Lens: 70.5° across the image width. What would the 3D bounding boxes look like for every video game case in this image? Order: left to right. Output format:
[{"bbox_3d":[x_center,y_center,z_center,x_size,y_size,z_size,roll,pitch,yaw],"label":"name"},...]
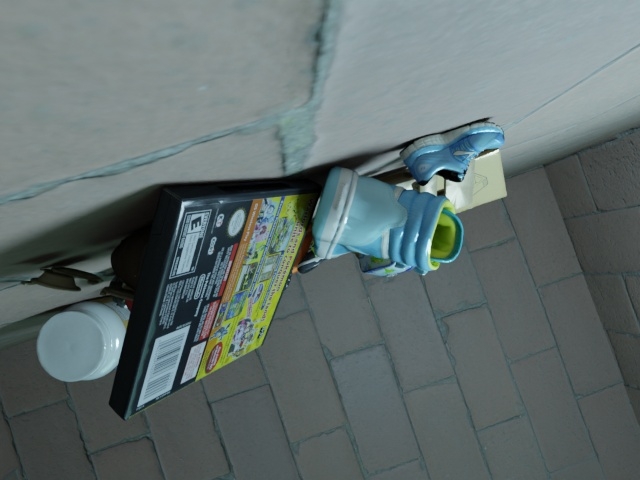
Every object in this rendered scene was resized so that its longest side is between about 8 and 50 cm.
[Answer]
[{"bbox_3d":[-0.118,0.057,0.558,0.248,0.035,0.274,-15,132,-57],"label":"video game case"}]

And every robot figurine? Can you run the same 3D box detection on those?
[{"bbox_3d":[-0.079,0.030,1.308,0.128,0.158,0.219,-2,-174,27],"label":"robot figurine"}]

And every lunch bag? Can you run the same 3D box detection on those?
[{"bbox_3d":[0.186,-0.015,1.224,0.090,0.218,0.176,13,159,-29],"label":"lunch bag"}]

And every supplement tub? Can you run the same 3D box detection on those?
[{"bbox_3d":[-0.673,0.291,1.382,0.228,0.228,0.316,-19,178,2],"label":"supplement tub"}]

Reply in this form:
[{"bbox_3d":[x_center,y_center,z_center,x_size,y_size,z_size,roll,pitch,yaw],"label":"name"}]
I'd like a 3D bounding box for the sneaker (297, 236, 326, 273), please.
[{"bbox_3d":[0.000,0.000,1.247,0.235,0.097,0.084,-41,180,-36],"label":"sneaker"}]

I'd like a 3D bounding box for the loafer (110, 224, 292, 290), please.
[{"bbox_3d":[-0.154,0.015,0.687,0.130,0.133,0.366,9,180,25],"label":"loafer"}]

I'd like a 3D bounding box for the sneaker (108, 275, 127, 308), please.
[{"bbox_3d":[-0.376,0.090,1.010,0.106,0.078,0.234,-26,178,5],"label":"sneaker"}]

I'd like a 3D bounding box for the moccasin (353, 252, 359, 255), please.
[{"bbox_3d":[0.177,-0.009,1.397,0.139,0.147,0.380,-53,-143,-7],"label":"moccasin"}]

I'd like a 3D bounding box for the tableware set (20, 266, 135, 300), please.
[{"bbox_3d":[-0.291,0.063,0.597,0.169,0.020,0.141,17,175,-8],"label":"tableware set"}]

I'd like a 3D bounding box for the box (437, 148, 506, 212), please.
[{"bbox_3d":[0.340,-0.131,1.099,0.201,0.021,0.164,-19,139,14],"label":"box"}]

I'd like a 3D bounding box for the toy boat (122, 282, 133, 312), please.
[{"bbox_3d":[-0.264,0.095,0.898,0.231,0.151,0.151,-21,175,-11],"label":"toy boat"}]

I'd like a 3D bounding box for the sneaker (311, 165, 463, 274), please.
[{"bbox_3d":[0.100,-0.011,0.707,0.208,0.127,0.319,16,178,4],"label":"sneaker"}]

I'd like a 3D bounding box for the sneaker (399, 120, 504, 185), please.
[{"bbox_3d":[0.192,-0.118,0.646,0.162,0.073,0.063,-19,178,-14],"label":"sneaker"}]

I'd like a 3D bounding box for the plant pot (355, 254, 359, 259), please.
[{"bbox_3d":[0.241,-0.035,1.607,0.237,0.237,0.254,-19,164,-9],"label":"plant pot"}]

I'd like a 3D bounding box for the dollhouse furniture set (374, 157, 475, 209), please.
[{"bbox_3d":[0.157,-0.126,0.782,0.144,0.123,0.151,-18,-147,-18],"label":"dollhouse furniture set"}]
